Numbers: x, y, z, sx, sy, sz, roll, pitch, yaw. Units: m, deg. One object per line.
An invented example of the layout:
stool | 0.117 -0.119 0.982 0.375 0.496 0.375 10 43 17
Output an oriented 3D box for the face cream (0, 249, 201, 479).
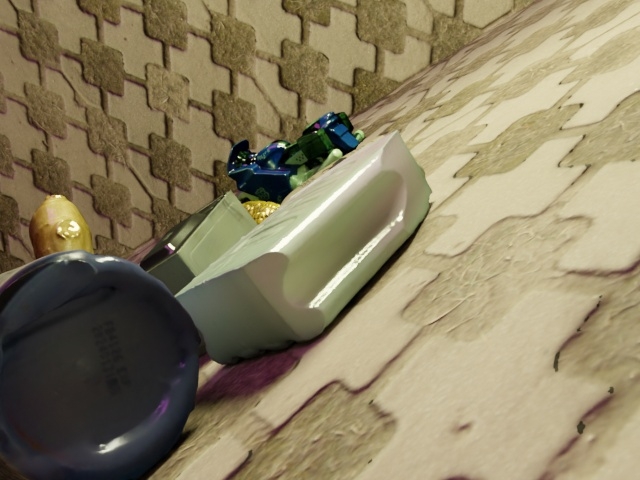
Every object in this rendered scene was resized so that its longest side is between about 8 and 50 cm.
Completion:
face cream | -0.282 0.146 0.909 0.249 0.249 0.225 -41 15 -34

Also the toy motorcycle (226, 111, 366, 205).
toy motorcycle | -0.064 -0.144 1.684 0.331 0.196 0.125 -28 12 38

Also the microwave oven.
microwave oven | -0.166 0.050 1.223 0.129 0.163 0.205 -31 14 28

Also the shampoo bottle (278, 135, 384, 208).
shampoo bottle | 0.022 -0.087 1.478 0.257 0.078 0.127 -36 29 -5

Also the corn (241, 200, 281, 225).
corn | -0.136 -0.028 1.646 0.101 0.101 0.310 -38 10 -22

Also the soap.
soap | 0.000 0.000 1.065 0.208 0.115 0.347 -22 16 47

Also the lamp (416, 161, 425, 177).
lamp | 0.086 -0.077 1.324 0.198 0.050 0.056 -27 11 37

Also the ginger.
ginger | -0.386 0.131 1.258 0.122 0.363 0.348 8 10 -21
